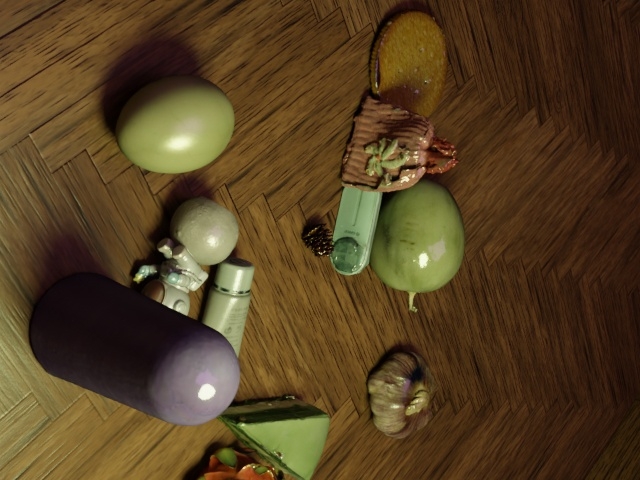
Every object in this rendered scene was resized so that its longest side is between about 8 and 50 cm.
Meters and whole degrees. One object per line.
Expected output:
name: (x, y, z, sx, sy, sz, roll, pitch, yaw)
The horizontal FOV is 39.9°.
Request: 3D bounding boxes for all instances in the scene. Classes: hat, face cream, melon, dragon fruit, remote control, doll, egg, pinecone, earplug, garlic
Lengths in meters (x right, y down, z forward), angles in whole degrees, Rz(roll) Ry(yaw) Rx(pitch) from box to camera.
hat: (0.190, -0.219, 2.117, 0.107, 0.286, 0.237, 21, 84, -65)
face cream: (-0.214, 0.193, 1.944, 0.143, 0.089, 0.315, 0, 108, -47)
melon: (0.243, -0.005, 2.249, 0.271, 0.271, 0.308, 21, 54, -47)
dragon fruit: (-0.181, 0.579, 1.974, 0.224, 0.227, 0.224, -7, 99, -52)
remote control: (0.090, -0.036, 2.189, 0.052, 0.104, 0.248, 11, 93, -59)
doll: (-0.277, 0.054, 1.802, 0.151, 0.151, 0.287, 37, 77, -45)
egg: (-0.278, -0.221, 1.695, 0.241, 0.186, 0.186, -29, 119, -37)
pinecone: (0.000, 0.000, 2.121, 0.083, 0.077, 0.077, 49, 56, 5)
earplug: (-0.318, 0.200, 1.562, 0.215, 0.455, 0.215, -11, 106, -42)
garlic: (0.237, 0.422, 2.411, 0.244, 0.160, 0.245, 0, 90, -48)

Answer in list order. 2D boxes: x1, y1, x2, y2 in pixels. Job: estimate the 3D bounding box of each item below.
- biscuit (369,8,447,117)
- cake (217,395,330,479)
biscuit: (0.230, -0.446, 2.282, 0.305, 0.038, 0.306, -15, 112, -43)
cake: (-0.113, 0.410, 2.052, 0.283, 0.158, 0.172, 48, 64, -38)
